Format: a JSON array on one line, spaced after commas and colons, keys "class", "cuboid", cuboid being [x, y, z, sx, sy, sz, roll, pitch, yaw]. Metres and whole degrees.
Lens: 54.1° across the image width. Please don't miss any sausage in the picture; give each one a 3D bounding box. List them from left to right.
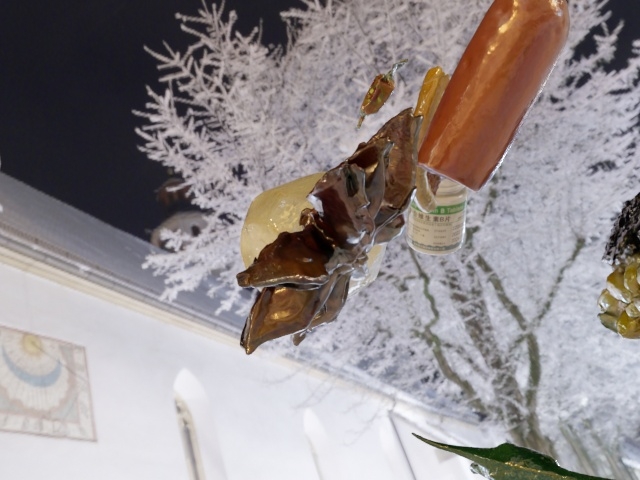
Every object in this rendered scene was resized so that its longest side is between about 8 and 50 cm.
[{"class": "sausage", "cuboid": [0.211, -0.188, 0.759, 0.113, 0.113, 0.259, 14, -72, -44]}]

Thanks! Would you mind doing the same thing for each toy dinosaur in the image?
[{"class": "toy dinosaur", "cuboid": [0.391, 0.425, 1.160, 0.447, 0.087, 0.301, 11, -17, 9]}]

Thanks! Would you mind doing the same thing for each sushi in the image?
[{"class": "sushi", "cuboid": [0.650, 0.093, 1.113, 0.328, 0.285, 0.328, 27, -8, -7]}]

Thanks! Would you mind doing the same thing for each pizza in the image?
[{"class": "pizza", "cuboid": [0.200, -0.170, 1.096, 0.134, 0.056, 0.271, -14, -56, -37]}]

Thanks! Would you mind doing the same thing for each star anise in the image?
[{"class": "star anise", "cuboid": [0.017, -0.007, 0.604, 0.288, 0.088, 0.288, -48, -14, -16]}]

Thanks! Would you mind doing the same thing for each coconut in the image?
[{"class": "coconut", "cuboid": [0.000, 0.000, 1.121, 0.247, 0.245, 0.245, -27, -23, -39]}]

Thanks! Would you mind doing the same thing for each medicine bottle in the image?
[{"class": "medicine bottle", "cuboid": [0.273, -0.095, 1.457, 0.139, 0.139, 0.237, -10, -59, -19]}]

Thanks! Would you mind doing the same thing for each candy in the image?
[{"class": "candy", "cuboid": [0.123, -0.315, 1.342, 0.046, 0.053, 0.182, 27, -65, -19]}]
